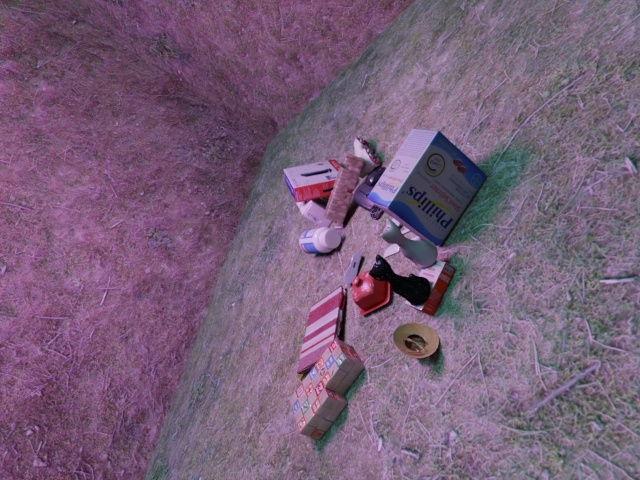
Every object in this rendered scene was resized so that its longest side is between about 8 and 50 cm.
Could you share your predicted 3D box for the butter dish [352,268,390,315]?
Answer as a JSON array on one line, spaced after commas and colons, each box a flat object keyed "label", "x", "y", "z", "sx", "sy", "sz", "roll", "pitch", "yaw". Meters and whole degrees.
[{"label": "butter dish", "x": 0.168, "y": 0.170, "z": 1.619, "sx": 0.160, "sy": 0.118, "sz": 0.160, "roll": -37, "pitch": 33, "yaw": 41}]

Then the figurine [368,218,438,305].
[{"label": "figurine", "x": 0.250, "y": 0.060, "z": 1.354, "sx": 0.092, "sy": 0.209, "sz": 0.215, "roll": -23, "pitch": 42, "yaw": 54}]

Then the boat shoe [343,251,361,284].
[{"label": "boat shoe", "x": 0.135, "y": 0.118, "z": 1.832, "sx": 0.040, "sy": 0.049, "sz": 0.142, "roll": 82, "pitch": -150, "yaw": -76}]

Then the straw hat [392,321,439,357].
[{"label": "straw hat", "x": 0.280, "y": 0.315, "z": 1.313, "sx": 0.144, "sy": 0.144, "sz": 0.061, "roll": -106, "pitch": 9, "yaw": -57}]

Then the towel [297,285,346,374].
[{"label": "towel", "x": 0.009, "y": 0.360, "z": 1.789, "sx": 0.237, "sy": 0.037, "sz": 0.329, "roll": -39, "pitch": 27, "yaw": 39}]

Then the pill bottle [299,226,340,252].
[{"label": "pill bottle", "x": 0.000, "y": 0.000, "z": 2.111, "sx": 0.221, "sy": 0.124, "sz": 0.124, "roll": -6, "pitch": 58, "yaw": 60}]

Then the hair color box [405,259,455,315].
[{"label": "hair color box", "x": 0.346, "y": 0.145, "z": 1.395, "sx": 0.167, "sy": 0.053, "sz": 0.093, "roll": -63, "pitch": 23, "yaw": -4}]

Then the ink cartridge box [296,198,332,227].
[{"label": "ink cartridge box", "x": -0.029, "y": -0.165, "z": 2.303, "sx": 0.092, "sy": 0.158, "sz": 0.218, "roll": -53, "pitch": 26, "yaw": 14}]

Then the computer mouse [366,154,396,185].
[{"label": "computer mouse", "x": 0.294, "y": -0.330, "z": 1.954, "sx": 0.242, "sy": 0.041, "sz": 0.071, "roll": -44, "pitch": 28, "yaw": -6}]

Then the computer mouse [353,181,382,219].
[{"label": "computer mouse", "x": 0.221, "y": -0.208, "z": 1.992, "sx": 0.188, "sy": 0.072, "sz": 0.272, "roll": -59, "pitch": 25, "yaw": 2}]

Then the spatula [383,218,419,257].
[{"label": "spatula", "x": 0.329, "y": -0.043, "z": 1.673, "sx": 0.242, "sy": 0.019, "sz": 0.168, "roll": -30, "pitch": 37, "yaw": 46}]

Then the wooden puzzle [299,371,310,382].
[{"label": "wooden puzzle", "x": -0.044, "y": 0.532, "z": 1.739, "sx": 0.116, "sy": 0.014, "sz": 0.078, "roll": 5, "pitch": 71, "yaw": 63}]

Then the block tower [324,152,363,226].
[{"label": "block tower", "x": 0.107, "y": -0.240, "z": 2.094, "sx": 0.091, "sy": 0.097, "sz": 0.335, "roll": -113, "pitch": 39, "yaw": -75}]

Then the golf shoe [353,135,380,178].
[{"label": "golf shoe", "x": 0.203, "y": -0.423, "z": 2.218, "sx": 0.140, "sy": 0.115, "sz": 0.306, "roll": -51, "pitch": 25, "yaw": 25}]

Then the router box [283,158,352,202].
[{"label": "router box", "x": -0.019, "y": -0.320, "z": 2.327, "sx": 0.335, "sy": 0.301, "sz": 0.082, "roll": -120, "pitch": 19, "yaw": -61}]

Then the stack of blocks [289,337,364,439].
[{"label": "stack of blocks", "x": 0.023, "y": 0.516, "z": 1.542, "sx": 0.297, "sy": 0.087, "sz": 0.171, "roll": -55, "pitch": 25, "yaw": 9}]

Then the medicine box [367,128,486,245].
[{"label": "medicine box", "x": 0.353, "y": -0.176, "z": 1.472, "sx": 0.289, "sy": 0.263, "sz": 0.149, "roll": -57, "pitch": 27, "yaw": 1}]
